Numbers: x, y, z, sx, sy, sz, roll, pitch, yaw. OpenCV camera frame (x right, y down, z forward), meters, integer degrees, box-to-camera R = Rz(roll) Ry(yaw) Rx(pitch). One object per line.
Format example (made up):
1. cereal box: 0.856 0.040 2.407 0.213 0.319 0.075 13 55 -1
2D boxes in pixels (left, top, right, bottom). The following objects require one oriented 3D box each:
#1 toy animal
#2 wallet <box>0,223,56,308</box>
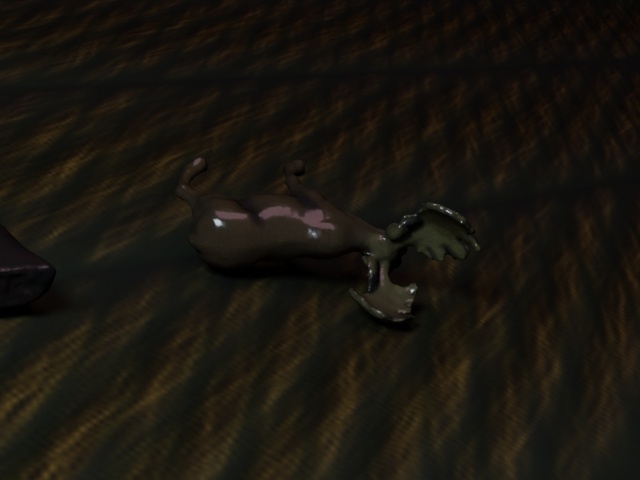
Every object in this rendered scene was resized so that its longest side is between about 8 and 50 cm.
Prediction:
1. toy animal: 0.000 0.000 1.138 0.214 0.093 0.186 -3 20 -23
2. wallet: -0.309 -0.011 0.999 0.182 0.049 0.229 -3 23 -33
